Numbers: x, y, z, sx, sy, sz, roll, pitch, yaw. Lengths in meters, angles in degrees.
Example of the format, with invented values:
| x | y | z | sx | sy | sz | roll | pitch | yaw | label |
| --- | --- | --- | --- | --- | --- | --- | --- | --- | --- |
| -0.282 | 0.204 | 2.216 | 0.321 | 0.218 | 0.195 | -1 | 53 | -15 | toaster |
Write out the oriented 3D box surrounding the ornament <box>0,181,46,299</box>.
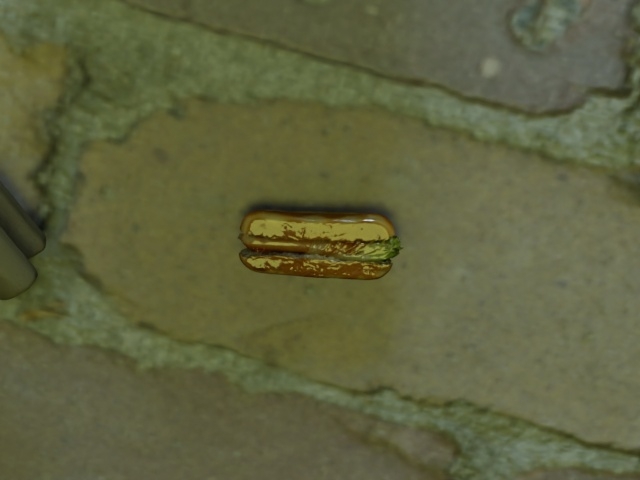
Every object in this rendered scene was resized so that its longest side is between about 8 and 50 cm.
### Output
| x | y | z | sx | sy | sz | roll | pitch | yaw | label |
| --- | --- | --- | --- | --- | --- | --- | --- | --- | --- |
| -0.294 | -0.033 | 0.907 | 0.230 | 0.061 | 0.245 | -26 | 118 | 19 | ornament |

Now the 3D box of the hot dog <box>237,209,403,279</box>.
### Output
| x | y | z | sx | sy | sz | roll | pitch | yaw | label |
| --- | --- | --- | --- | --- | --- | --- | --- | --- | --- |
| 0.000 | 0.000 | 0.938 | 0.083 | 0.021 | 0.037 | 5 | 111 | 1 | hot dog |
